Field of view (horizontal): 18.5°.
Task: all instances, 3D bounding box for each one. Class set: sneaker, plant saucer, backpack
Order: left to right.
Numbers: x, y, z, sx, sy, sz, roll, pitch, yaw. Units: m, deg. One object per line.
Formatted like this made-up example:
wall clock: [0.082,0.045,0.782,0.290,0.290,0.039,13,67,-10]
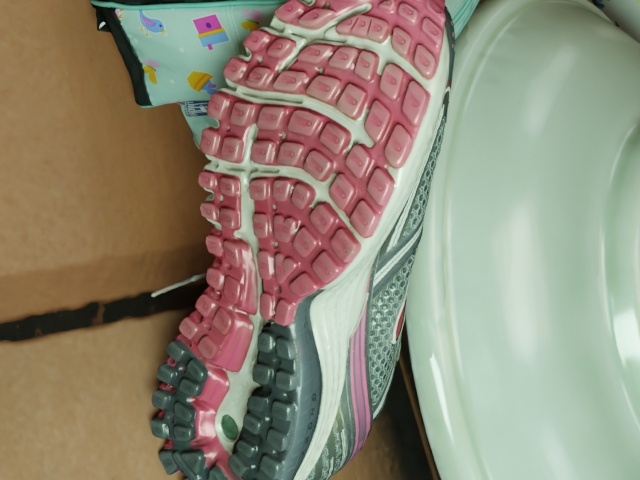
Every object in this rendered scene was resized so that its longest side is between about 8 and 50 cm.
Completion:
backpack: [-0.006,-0.133,1.072,0.166,0.188,0.144,-56,129,-42]
sneaker: [0.000,0.000,1.009,0.121,0.299,0.112,35,30,29]
plant saucer: [0.190,0.037,1.184,0.400,0.100,0.400,16,70,-54]

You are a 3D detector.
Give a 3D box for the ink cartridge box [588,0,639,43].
ink cartridge box: [0.250,-0.227,1.359,0.232,0.171,0.168,56,46,-12]
